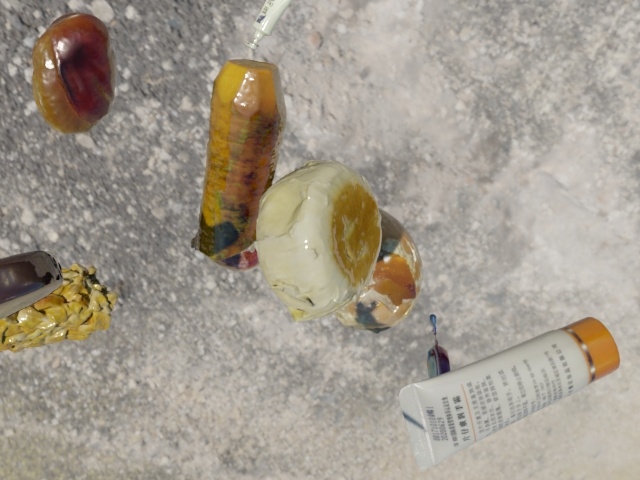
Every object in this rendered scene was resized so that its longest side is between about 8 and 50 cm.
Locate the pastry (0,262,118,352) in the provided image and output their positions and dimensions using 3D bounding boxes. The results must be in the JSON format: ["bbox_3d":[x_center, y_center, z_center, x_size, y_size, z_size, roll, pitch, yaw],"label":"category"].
[{"bbox_3d":[-0.405,0.089,1.042,0.250,0.102,0.154,0,156,-41],"label":"pastry"}]

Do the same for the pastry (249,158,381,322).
[{"bbox_3d":[0.000,0.000,0.783,0.166,0.088,0.166,5,84,-57],"label":"pastry"}]

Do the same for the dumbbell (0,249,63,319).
[{"bbox_3d":[-0.304,-0.038,0.618,0.140,0.124,0.225,-20,90,2],"label":"dumbbell"}]

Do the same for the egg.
[{"bbox_3d":[0.086,0.048,1.408,0.195,0.195,0.233,26,61,-43],"label":"egg"}]

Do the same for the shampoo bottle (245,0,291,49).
[{"bbox_3d":[-0.103,-0.446,1.584,0.141,0.049,0.034,-59,168,9],"label":"shampoo bottle"}]

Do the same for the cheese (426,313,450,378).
[{"bbox_3d":[0.207,0.203,1.394,0.038,0.145,0.095,-5,170,2],"label":"cheese"}]

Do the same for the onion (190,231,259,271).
[{"bbox_3d":[-0.215,-0.004,1.812,0.195,0.159,0.159,-7,133,15],"label":"onion"}]

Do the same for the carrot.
[{"bbox_3d":[-0.117,-0.113,1.160,0.114,0.114,0.302,-7,121,-32],"label":"carrot"}]

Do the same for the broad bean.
[{"bbox_3d":[-0.467,-0.317,1.498,0.156,0.122,0.228,-7,116,-36],"label":"broad bean"}]

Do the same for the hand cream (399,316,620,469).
[{"bbox_3d":[0.261,0.209,1.090,0.314,0.089,0.139,-20,113,-14],"label":"hand cream"}]
